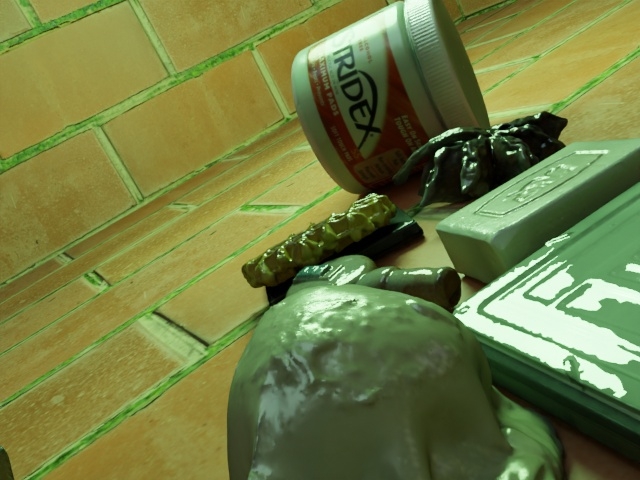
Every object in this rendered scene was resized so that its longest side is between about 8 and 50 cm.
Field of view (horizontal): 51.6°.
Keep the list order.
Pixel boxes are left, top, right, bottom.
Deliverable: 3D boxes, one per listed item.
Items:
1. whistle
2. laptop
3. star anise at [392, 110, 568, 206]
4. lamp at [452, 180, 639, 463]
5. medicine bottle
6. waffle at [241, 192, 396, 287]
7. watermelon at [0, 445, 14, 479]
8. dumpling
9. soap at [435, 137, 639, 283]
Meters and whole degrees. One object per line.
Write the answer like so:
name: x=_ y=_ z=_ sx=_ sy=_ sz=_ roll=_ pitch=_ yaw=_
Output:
whistle: x=0.041 y=0.050 z=0.664 sx=0.220 sy=0.057 sz=0.107 roll=-6 pitch=25 yaw=47
laptop: x=0.020 y=0.015 z=0.855 sx=0.207 sy=0.026 sz=0.154 roll=-28 pitch=17 yaw=0
star anise: x=0.193 y=-0.099 z=0.818 sx=0.231 sy=0.089 sz=0.209 roll=-10 pitch=13 yaw=15
lamp: x=0.248 y=0.028 z=0.416 sx=0.269 sy=0.047 sz=0.266 roll=-32 pitch=18 yaw=-14
medicine bottle: x=0.112 y=-0.226 z=1.039 sx=0.240 sy=0.253 sz=0.252 roll=-21 pitch=17 yaw=22
waffle: x=0.000 y=0.000 z=0.810 sx=0.192 sy=0.046 sz=0.160 roll=-32 pitch=6 yaw=-27
watermelon: x=-0.426 y=0.298 z=0.589 sx=0.318 sy=0.148 sz=0.226 roll=-17 pitch=31 yaw=-15
dumpling: x=0.044 y=0.103 z=0.377 sx=0.193 sy=0.147 sz=0.258 roll=4 pitch=11 yaw=-3
soap: x=0.213 y=-0.027 z=0.610 sx=0.183 sy=0.064 sz=0.121 roll=-30 pitch=14 yaw=-11
